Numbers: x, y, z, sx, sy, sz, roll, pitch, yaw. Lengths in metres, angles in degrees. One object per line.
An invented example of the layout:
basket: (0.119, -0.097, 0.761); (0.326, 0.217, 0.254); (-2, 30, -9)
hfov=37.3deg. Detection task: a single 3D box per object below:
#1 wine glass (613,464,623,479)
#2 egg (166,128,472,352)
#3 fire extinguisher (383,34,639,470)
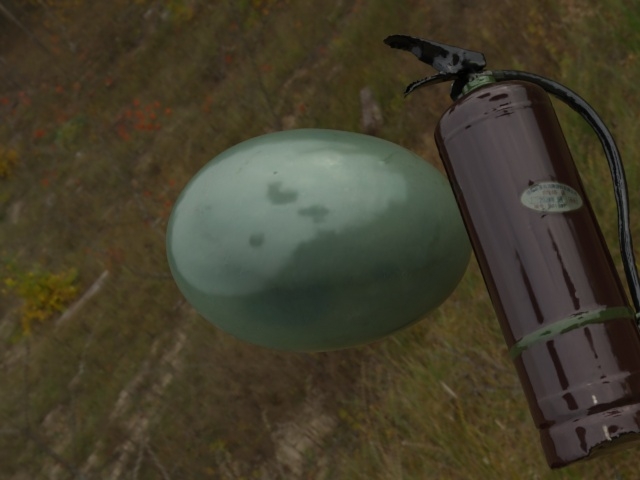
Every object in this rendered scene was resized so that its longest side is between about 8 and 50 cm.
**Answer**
wine glass: (0.249, 0.315, 1.059); (0.198, 0.066, 0.066); (-27, 31, 17)
egg: (0.000, 0.000, 0.715); (0.231, 0.168, 0.168); (-1, 33, -3)
fire extinguisher: (0.079, -0.005, 0.329); (0.045, 0.078, 0.157); (129, 128, -59)
